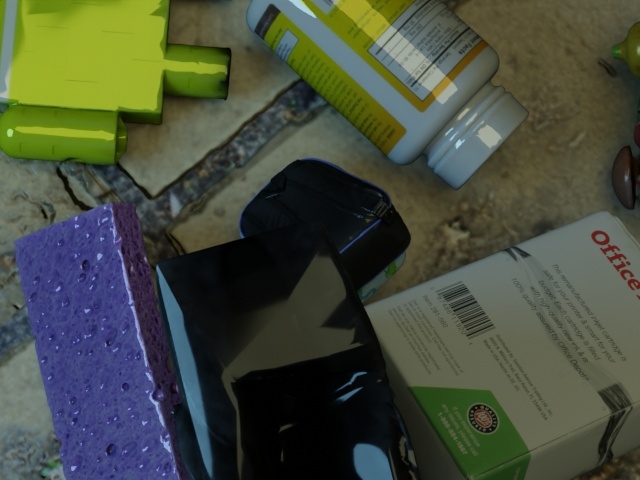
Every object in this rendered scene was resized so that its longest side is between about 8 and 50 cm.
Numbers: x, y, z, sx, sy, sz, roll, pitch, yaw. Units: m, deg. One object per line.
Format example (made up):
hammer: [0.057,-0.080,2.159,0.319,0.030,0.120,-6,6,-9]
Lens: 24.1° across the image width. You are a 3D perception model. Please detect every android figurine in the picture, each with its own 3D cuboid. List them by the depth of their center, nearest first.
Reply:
android figurine: [-0.203,-0.182,1.172,0.273,0.056,0.248,6,80,-7]

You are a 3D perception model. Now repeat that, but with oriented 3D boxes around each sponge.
sponge: [-0.160,0.085,1.106,0.031,0.117,0.210,-5,78,-51]

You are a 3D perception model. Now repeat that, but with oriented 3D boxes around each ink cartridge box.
ink cartridge box: [0.157,0.092,1.100,0.219,0.092,0.160,-20,56,-18]

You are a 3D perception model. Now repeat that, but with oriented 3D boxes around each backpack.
backpack: [0.000,0.000,1.140,0.105,0.084,0.114,-43,47,-13]

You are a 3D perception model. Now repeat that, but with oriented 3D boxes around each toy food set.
toy food set: [0.261,-0.082,1.176,0.071,0.128,0.217,-4,86,14]

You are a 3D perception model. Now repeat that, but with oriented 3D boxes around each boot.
boot: [0.021,0.183,0.935,0.146,0.445,0.367,-31,85,-10]

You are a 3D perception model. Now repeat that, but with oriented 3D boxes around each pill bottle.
pill bottle: [0.055,-0.140,1.158,0.215,0.117,0.117,43,79,2]
